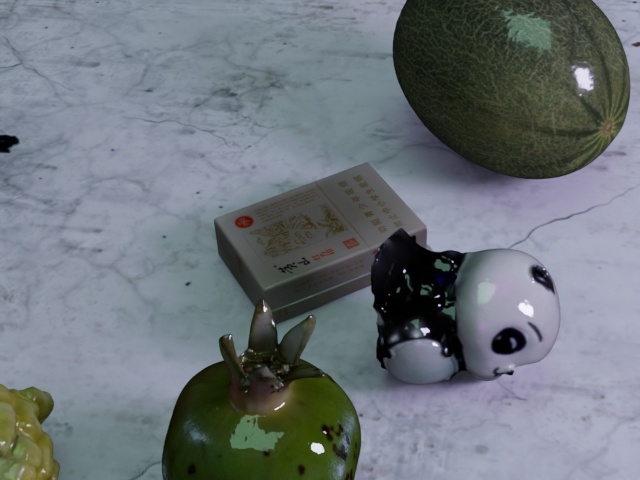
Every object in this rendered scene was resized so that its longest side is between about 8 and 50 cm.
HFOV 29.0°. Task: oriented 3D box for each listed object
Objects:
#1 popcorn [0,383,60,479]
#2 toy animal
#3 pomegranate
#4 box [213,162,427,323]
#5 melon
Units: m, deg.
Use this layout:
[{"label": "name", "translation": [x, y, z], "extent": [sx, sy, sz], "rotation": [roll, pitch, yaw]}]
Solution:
[{"label": "popcorn", "translation": [-0.350, 0.195, 1.093], "extent": [0.235, 0.181, 0.217], "rotation": [10, 42, 8]}, {"label": "toy animal", "translation": [0.143, 0.070, 1.203], "extent": [0.179, 0.166, 0.138], "rotation": [4, 68, 10]}, {"label": "pomegranate", "translation": [-0.050, 0.159, 1.081], "extent": [0.181, 0.224, 0.181], "rotation": [2, 36, -2]}, {"label": "box", "translation": [0.000, 0.000, 1.373], "extent": [0.201, 0.058, 0.141], "rotation": [-22, 45, -20]}, {"label": "melon", "translation": [0.224, -0.202, 1.447], "extent": [0.237, 0.237, 0.302], "rotation": [-28, 52, -24]}]
